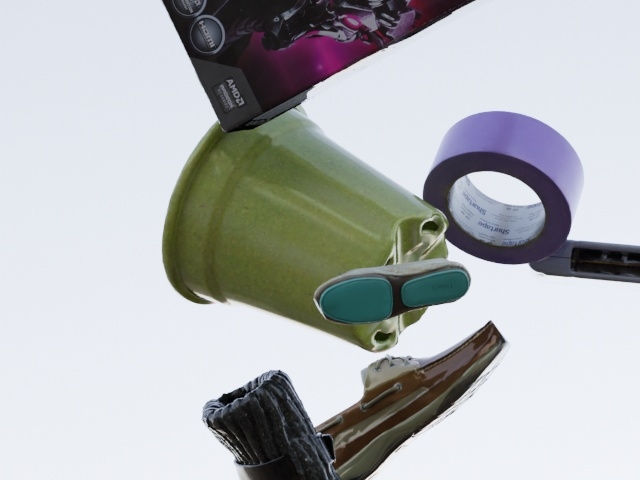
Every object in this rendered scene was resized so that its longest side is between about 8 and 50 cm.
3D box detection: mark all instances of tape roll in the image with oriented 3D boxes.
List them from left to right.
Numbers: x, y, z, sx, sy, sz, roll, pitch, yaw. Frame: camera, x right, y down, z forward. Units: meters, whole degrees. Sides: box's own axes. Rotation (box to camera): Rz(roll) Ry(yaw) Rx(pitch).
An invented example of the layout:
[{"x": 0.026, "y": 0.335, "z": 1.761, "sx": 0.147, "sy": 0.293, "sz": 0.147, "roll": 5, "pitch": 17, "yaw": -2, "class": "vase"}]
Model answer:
[{"x": 0.227, "y": -0.064, "z": 2.042, "sx": 0.189, "sy": 0.080, "sz": 0.189, "roll": 13, "pitch": -42, "yaw": 12, "class": "tape roll"}]

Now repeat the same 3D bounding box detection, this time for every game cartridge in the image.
[{"x": 0.422, "y": 0.039, "z": 2.172, "sx": 0.297, "sy": 0.062, "sz": 0.198, "roll": 5, "pitch": -8, "yaw": 9, "class": "game cartridge"}]

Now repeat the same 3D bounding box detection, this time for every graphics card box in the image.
[{"x": 0.012, "y": -0.298, "z": 1.773, "sx": 0.371, "sy": 0.233, "sz": 0.094, "roll": -26, "pitch": -2, "yaw": 21, "class": "graphics card box"}]

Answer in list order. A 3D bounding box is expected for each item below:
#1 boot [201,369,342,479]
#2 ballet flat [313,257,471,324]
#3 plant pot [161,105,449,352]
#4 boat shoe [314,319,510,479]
[{"x": -0.066, "y": 0.301, "z": 1.987, "sx": 0.260, "sy": 0.131, "sz": 0.348, "roll": 53, "pitch": -36, "yaw": -1, "class": "boot"}, {"x": 0.067, "y": 0.049, "z": 1.638, "sx": 0.168, "sy": 0.052, "sz": 0.057, "roll": -5, "pitch": -71, "yaw": -19, "class": "ballet flat"}, {"x": 0.000, "y": 0.000, "z": 1.917, "sx": 0.254, "sy": 0.276, "sz": 0.276, "roll": 27, "pitch": -24, "yaw": 27, "class": "plant pot"}, {"x": 0.099, "y": 0.206, "z": 2.158, "sx": 0.324, "sy": 0.120, "sz": 0.122, "roll": -40, "pitch": -12, "yaw": 2, "class": "boat shoe"}]
